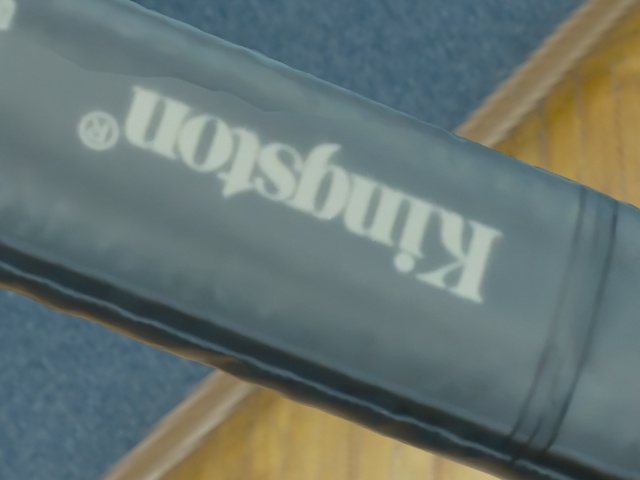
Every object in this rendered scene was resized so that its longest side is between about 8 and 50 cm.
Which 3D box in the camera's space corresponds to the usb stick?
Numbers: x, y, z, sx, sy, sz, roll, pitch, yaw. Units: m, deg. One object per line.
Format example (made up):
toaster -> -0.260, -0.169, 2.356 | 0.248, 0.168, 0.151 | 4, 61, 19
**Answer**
usb stick -> 0.000, 0.000, 0.467 | 0.045, 0.278, 0.077 | 145, 146, -74
